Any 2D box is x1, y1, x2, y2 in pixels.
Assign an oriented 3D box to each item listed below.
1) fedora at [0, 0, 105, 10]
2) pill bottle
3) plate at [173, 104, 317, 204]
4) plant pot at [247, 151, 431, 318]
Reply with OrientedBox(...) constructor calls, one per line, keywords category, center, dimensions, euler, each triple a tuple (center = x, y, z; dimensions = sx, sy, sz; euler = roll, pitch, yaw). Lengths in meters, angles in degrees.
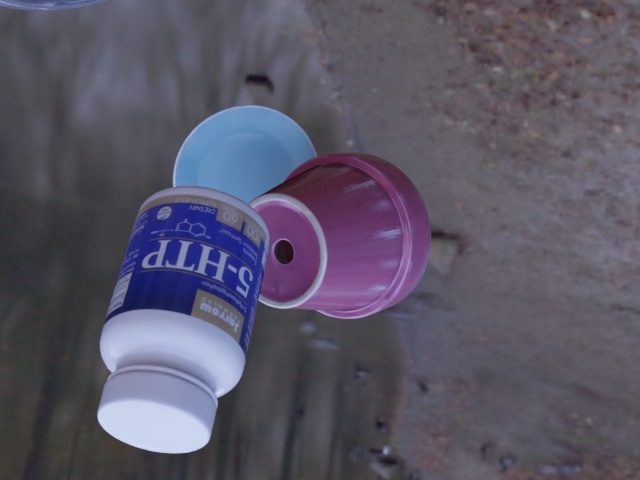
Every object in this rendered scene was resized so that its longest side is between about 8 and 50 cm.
OrientedBox(category="fedora", center=(-0.254, -0.347, 1.063), dimensions=(0.275, 0.124, 0.244), euler=(-12, 148, -42))
OrientedBox(category="pill bottle", center=(-0.107, 0.061, 0.842), dimensions=(0.112, 0.187, 0.112), euler=(6, 144, 4))
OrientedBox(category="plate", center=(-0.093, -0.078, 1.374), dimensions=(0.188, 0.188, 0.024), euler=(13, -170, -17))
OrientedBox(category="plant pot", center=(0.000, 0.000, 1.266), dimensions=(0.201, 0.201, 0.180), euler=(-9, -178, 33))
